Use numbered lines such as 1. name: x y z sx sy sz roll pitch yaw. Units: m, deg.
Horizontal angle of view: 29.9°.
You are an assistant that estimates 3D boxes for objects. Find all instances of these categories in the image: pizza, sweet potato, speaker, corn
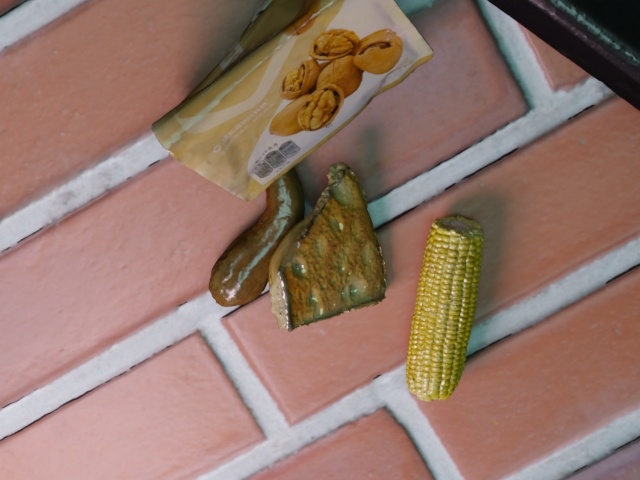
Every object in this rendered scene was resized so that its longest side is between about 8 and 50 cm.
1. pizza: -0.005 0.008 1.536 0.188 0.080 0.204 -22 113 -38
2. sweet potato: -0.074 -0.010 1.568 0.081 0.062 0.233 25 99 -6
3. speaker: 0.378 -0.291 1.453 0.388 0.180 0.184 33 94 -10
4. corn: 0.164 0.093 1.586 0.081 0.081 0.248 8 104 -3

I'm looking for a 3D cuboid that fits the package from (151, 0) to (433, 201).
1. package: -0.054 -0.221 1.453 0.311 0.221 0.165 -40 63 10
